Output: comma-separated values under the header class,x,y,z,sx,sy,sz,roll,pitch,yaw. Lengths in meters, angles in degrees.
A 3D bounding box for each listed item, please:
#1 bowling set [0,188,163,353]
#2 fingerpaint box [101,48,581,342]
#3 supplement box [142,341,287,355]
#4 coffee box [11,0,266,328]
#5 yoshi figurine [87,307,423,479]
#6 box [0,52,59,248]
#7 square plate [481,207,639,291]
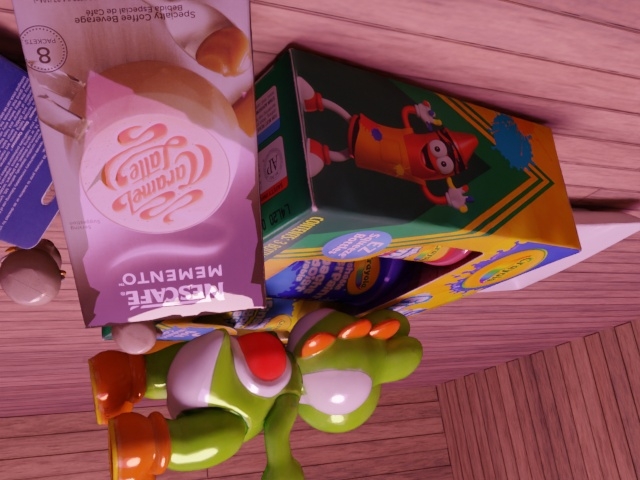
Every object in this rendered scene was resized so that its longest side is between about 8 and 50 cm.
class,x,y,z,sx,sy,sz,roll,pitch,yaw
bowling set,-0.247,-0.032,0.722,0.287,0.200,0.154,30,180,-20
fingerpaint box,0.000,0.000,0.876,0.370,0.163,0.444,7,156,-38
supplement box,-0.172,0.130,1.232,0.191,0.129,0.194,-22,157,34
coffee box,-0.113,-0.070,0.530,0.141,0.098,0.247,-6,122,-7
yoshi figurine,-0.061,0.178,0.837,0.361,0.204,0.203,-11,-177,-21
box,-0.277,-0.084,0.560,0.036,0.137,0.225,32,180,35
square plate,0.286,0.017,1.228,0.347,0.049,0.344,0,159,-24
